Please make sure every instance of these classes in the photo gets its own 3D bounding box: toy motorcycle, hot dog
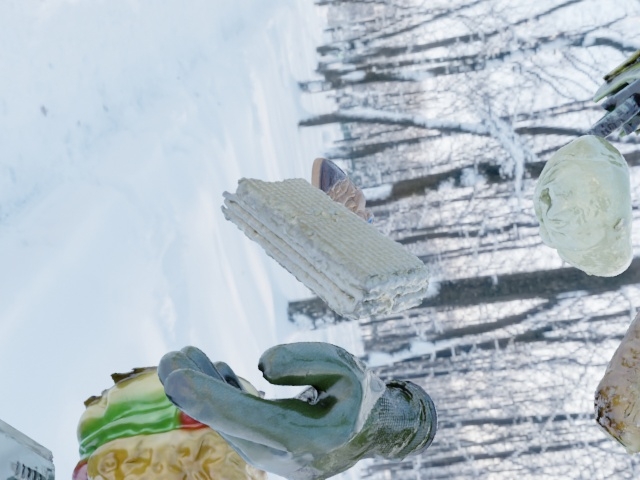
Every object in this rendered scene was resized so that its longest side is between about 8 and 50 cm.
[{"bbox_3d":[0.718,-0.340,1.467,0.168,0.237,0.410,54,43,-4],"label":"toy motorcycle"},{"bbox_3d":[0.310,0.042,0.551,0.289,0.068,0.083,-56,160,-6],"label":"hot dog"}]

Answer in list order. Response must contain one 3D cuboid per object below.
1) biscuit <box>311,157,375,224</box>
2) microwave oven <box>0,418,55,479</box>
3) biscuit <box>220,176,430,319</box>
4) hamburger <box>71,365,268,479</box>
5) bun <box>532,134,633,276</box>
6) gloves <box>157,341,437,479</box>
[{"bbox_3d":[0.041,-0.033,1.259,0.183,0.043,0.280,-48,136,-39],"label":"biscuit"},{"bbox_3d":[-0.445,0.356,0.642,0.218,0.355,0.286,49,-1,-32],"label":"microwave oven"},{"bbox_3d":[0.000,0.000,0.727,0.239,0.108,0.061,36,-60,39],"label":"biscuit"},{"bbox_3d":[-0.159,0.253,0.764,0.148,0.237,0.237,-104,-178,-46],"label":"hamburger"},{"bbox_3d":[0.457,-0.061,1.191,0.259,0.160,0.259,-2,90,-71],"label":"bun"},{"bbox_3d":[-0.008,0.142,0.556,0.135,0.268,0.107,-53,-144,24],"label":"gloves"}]
